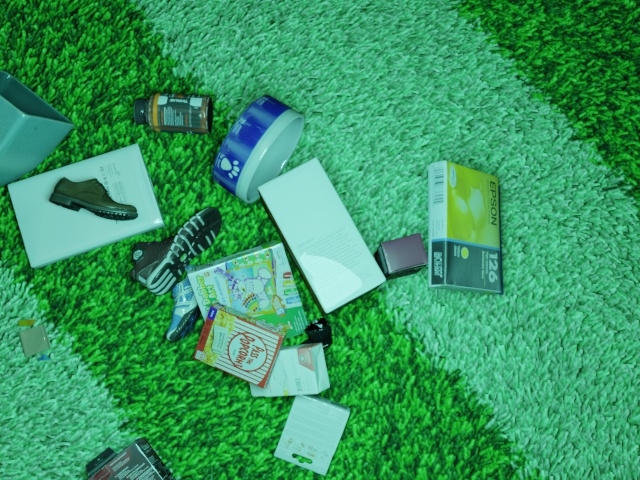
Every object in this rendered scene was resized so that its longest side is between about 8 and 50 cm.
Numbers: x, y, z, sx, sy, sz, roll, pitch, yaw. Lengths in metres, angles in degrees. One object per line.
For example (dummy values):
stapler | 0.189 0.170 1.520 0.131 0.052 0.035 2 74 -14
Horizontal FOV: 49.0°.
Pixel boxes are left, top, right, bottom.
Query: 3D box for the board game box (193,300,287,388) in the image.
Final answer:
board game box | -0.195 0.253 1.708 0.193 0.045 0.147 21 105 6

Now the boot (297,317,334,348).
boot | -0.023 0.249 1.778 0.121 0.099 0.045 -24 53 -8

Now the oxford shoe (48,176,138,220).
oxford shoe | -0.568 -0.111 1.790 0.227 0.083 0.096 17 76 0

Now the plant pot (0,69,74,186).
plant pot | -0.840 -0.276 1.786 0.248 0.247 0.252 38 99 5

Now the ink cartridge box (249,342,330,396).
ink cartridge box | -0.085 0.324 1.750 0.198 0.067 0.115 -10 90 29

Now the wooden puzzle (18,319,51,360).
wooden puzzle | -0.733 0.256 1.807 0.078 0.014 0.116 -12 81 1

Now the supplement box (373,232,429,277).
supplement box | 0.201 0.045 1.774 0.104 0.188 0.081 -14 81 -4

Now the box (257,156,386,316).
box | 0.000 0.000 1.763 0.168 0.215 0.345 -28 82 -5

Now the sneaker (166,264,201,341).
sneaker | -0.346 0.160 1.805 0.081 0.080 0.211 22 71 9

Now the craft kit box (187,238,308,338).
craft kit box | -0.178 0.149 1.767 0.247 0.061 0.250 -19 106 -2

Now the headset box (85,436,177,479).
headset box | -0.455 0.639 1.700 0.218 0.110 0.293 -39 84 -7

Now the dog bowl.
dog bowl | -0.155 -0.229 1.773 0.104 0.265 0.265 33 81 7

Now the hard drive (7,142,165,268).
hard drive | -0.614 -0.092 1.849 0.353 0.047 0.233 -19 82 -5

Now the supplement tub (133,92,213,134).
supplement tub | -0.390 -0.338 1.865 0.198 0.106 0.106 3 81 -1

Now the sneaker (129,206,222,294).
sneaker | -0.392 0.003 1.816 0.162 0.106 0.281 18 56 32

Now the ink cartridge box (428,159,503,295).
ink cartridge box | 0.388 -0.022 1.762 0.307 0.072 0.303 8 78 -39

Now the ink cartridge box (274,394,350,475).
ink cartridge box | -0.020 0.485 1.782 0.145 0.045 0.179 21 99 1
